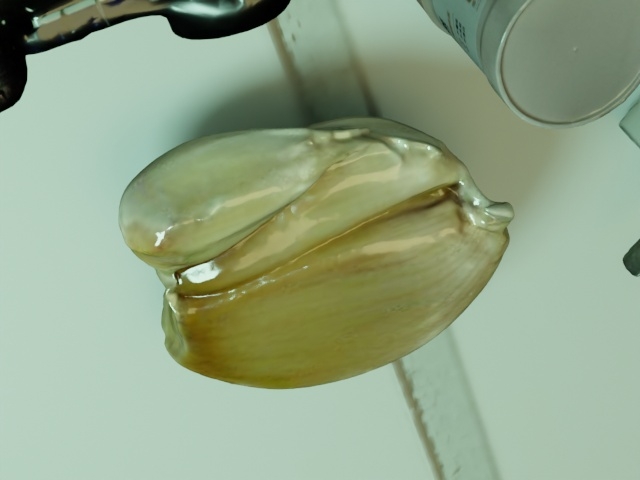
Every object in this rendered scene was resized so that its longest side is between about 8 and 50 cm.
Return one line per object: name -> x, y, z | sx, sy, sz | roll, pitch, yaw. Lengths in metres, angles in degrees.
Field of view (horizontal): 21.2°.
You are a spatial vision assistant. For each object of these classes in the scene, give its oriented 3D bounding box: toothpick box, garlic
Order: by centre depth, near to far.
toothpick box -> 0.116, -0.141, 0.981 | 0.098, 0.149, 0.098 | -11, 125, -15
garlic -> 0.000, 0.000, 1.061 | 0.228, 0.110, 0.217 | -12, 138, -1

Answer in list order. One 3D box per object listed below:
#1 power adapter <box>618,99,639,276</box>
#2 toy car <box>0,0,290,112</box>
power adapter -> 0.308, -0.060, 1.131 | 0.187, 0.124, 0.255 | 32, 107, -33
toy car -> -0.151, -0.179, 0.871 | 0.301, 0.118, 0.193 | -20, 118, -8
